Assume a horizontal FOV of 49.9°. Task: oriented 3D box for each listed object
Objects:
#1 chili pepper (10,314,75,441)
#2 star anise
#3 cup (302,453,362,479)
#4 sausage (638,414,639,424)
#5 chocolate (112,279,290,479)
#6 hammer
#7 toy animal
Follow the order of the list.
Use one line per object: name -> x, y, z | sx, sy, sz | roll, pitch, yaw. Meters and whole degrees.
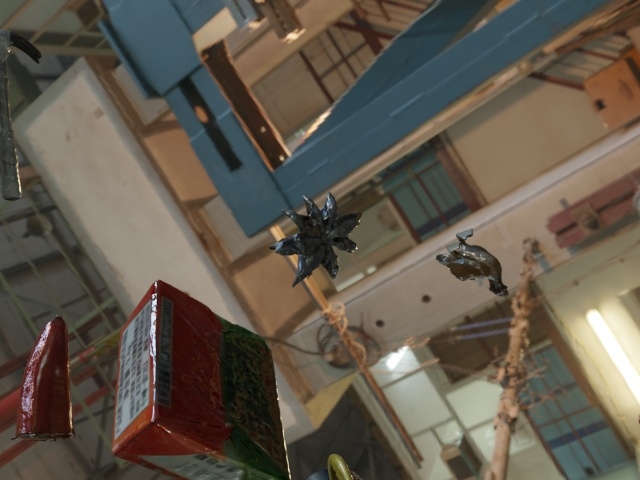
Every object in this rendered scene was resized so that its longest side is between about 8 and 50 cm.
chili pepper -> -0.361, 0.181, 0.926 | 0.088, 0.065, 0.169 | 54, -150, -64
star anise -> 0.000, 0.000, 1.297 | 0.204, 0.061, 0.181 | 0, -80, -33
cup -> 0.061, 0.483, 1.168 | 0.178, 0.255, 0.256 | 15, -169, -23
sausage -> 0.632, 0.309, 1.289 | 0.034, 0.129, 0.034 | 9, -145, -6
chocolate -> -0.239, 0.305, 1.368 | 0.341, 0.161, 0.360 | 37, -156, -35
hammer -> -0.657, -0.244, 1.416 | 0.152, 0.427, 0.044 | 3, -134, -20
toy animal -> 0.358, 0.065, 1.634 | 0.089, 0.188, 0.179 | -45, -71, -23
